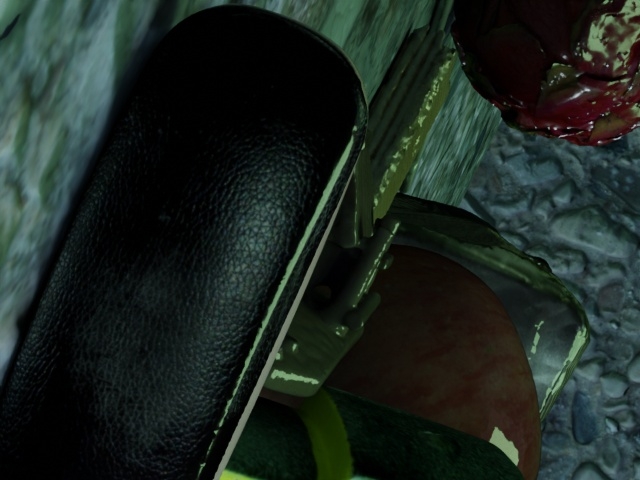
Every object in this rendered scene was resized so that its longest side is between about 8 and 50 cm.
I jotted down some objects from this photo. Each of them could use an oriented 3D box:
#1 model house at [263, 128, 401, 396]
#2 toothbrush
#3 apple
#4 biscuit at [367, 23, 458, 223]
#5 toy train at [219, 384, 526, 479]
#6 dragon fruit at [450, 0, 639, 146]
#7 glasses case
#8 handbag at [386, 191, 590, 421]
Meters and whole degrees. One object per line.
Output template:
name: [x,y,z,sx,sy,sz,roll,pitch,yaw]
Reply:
model house: [-0.008,0.002,1.084,0.229,0.122,0.188,-29,141,-72]
toothbrush: [0.135,-0.199,1.708,0.418,0.040,0.042,105,9,-51]
apple: [0.053,0.165,1.340,0.345,0.269,0.345,170,-90,-77]
biscuit: [0.076,-0.111,1.512,0.108,0.062,0.239,93,23,-70]
toy train: [0.032,0.266,1.103,0.272,0.442,0.179,-62,-157,17]
dragon fruit: [0.313,-0.270,1.706,0.329,0.329,0.329,-63,172,-16]
glasses case: [-0.077,0.033,0.712,0.314,0.122,0.075,-67,167,7]
handbag: [0.157,0.087,1.797,0.240,0.340,0.247,-105,-141,-75]
